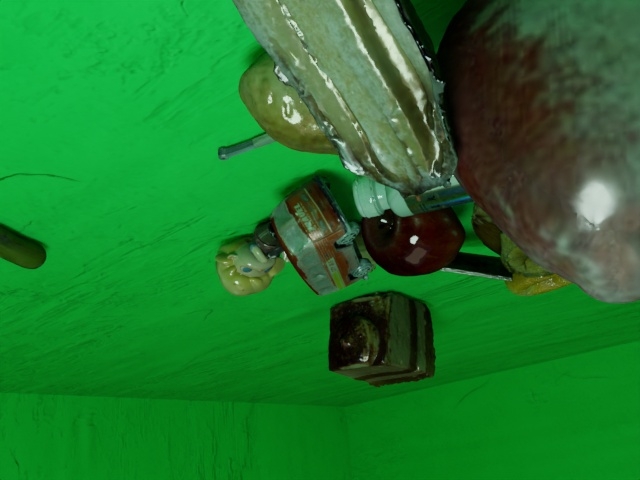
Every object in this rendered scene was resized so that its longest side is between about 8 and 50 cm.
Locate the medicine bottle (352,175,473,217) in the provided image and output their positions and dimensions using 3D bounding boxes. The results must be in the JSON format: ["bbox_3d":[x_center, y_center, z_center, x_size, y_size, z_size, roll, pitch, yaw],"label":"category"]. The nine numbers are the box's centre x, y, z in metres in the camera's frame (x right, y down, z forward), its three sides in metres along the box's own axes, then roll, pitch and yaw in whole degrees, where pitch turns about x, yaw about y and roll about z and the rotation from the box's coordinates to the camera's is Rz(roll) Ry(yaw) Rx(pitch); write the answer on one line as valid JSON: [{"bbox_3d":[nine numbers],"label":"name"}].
[{"bbox_3d":[0.164,-0.088,1.168,0.228,0.083,0.121,-11,162,18],"label":"medicine bottle"}]

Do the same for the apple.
[{"bbox_3d":[0.162,-0.009,1.308,0.158,0.147,0.156,8,135,-37],"label":"apple"}]

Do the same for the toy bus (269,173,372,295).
[{"bbox_3d":[0.000,0.000,1.267,0.119,0.121,0.265,-29,158,-1],"label":"toy bus"}]

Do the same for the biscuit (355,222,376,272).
[{"bbox_3d":[0.069,0.013,1.498,0.187,0.036,0.273,6,158,-31],"label":"biscuit"}]

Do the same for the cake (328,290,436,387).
[{"bbox_3d":[0.131,0.237,1.928,0.196,0.199,0.293,-14,155,37],"label":"cake"}]

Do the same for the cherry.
[{"bbox_3d":[0.284,-0.128,0.771,0.326,0.335,0.291,-26,147,-13],"label":"cherry"}]

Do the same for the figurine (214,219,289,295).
[{"bbox_3d":[-0.105,0.024,1.390,0.114,0.108,0.196,-29,174,-46],"label":"figurine"}]

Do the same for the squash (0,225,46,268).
[{"bbox_3d":[-0.515,0.007,1.297,0.052,0.052,0.183,-11,157,14],"label":"squash"}]

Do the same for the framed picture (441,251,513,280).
[{"bbox_3d":[0.273,0.042,1.466,0.173,0.010,0.231,8,-172,11],"label":"framed picture"}]

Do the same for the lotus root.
[{"bbox_3d":[0.035,-0.182,0.701,0.167,0.078,0.329,-3,131,42],"label":"lotus root"}]

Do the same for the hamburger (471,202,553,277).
[{"bbox_3d":[0.364,-0.028,1.321,0.211,0.133,0.309,-11,160,17],"label":"hamburger"}]

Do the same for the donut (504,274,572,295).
[{"bbox_3d":[0.485,0.068,1.714,0.190,0.075,0.174,-16,158,24],"label":"donut"}]

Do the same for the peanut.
[{"bbox_3d":[0.022,-0.157,0.875,0.224,0.129,0.129,-2,160,-11],"label":"peanut"}]

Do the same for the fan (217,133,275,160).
[{"bbox_3d":[-0.058,-0.143,1.051,0.193,0.016,0.038,-16,155,24],"label":"fan"}]
